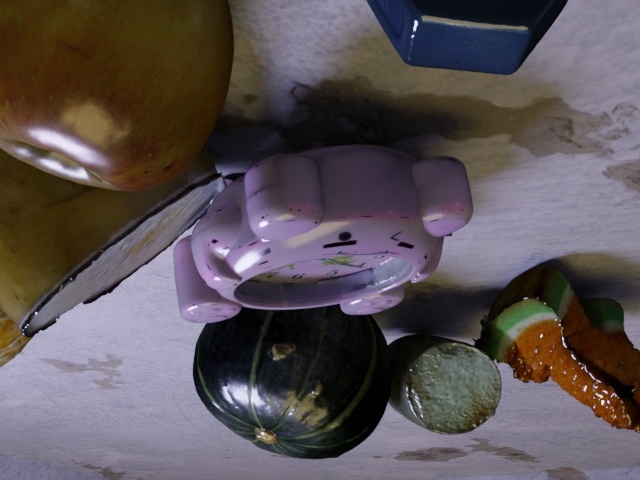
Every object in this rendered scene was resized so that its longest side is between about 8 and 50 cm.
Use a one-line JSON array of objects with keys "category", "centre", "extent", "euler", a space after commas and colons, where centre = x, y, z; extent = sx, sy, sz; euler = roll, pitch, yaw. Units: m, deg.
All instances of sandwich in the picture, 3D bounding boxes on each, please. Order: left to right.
[{"category": "sandwich", "centre": [0.400, 0.156, 1.324], "extent": [0.301, 0.162, 0.250], "euler": [40, 156, 16]}]

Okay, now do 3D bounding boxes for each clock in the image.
[{"category": "clock", "centre": [0.000, 0.000, 1.000], "extent": [0.296, 0.113, 0.322], "euler": [-1, 160, -23]}]

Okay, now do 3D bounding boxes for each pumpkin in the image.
[{"category": "pumpkin", "centre": [-0.044, 0.210, 1.409], "extent": [0.323, 0.241, 0.323], "euler": [10, 150, 6]}]

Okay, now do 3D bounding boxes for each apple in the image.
[{"category": "apple", "centre": [-0.173, -0.154, 0.729], "extent": [0.237, 0.207, 0.237], "euler": [19, 167, 5]}]

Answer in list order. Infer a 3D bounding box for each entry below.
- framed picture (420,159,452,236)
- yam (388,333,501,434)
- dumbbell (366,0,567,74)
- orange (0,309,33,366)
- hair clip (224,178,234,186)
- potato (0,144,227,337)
[{"category": "framed picture", "centre": [0.098, -0.049, 1.101], "extent": [0.128, 0.023, 0.168], "euler": [0, 155, 10]}, {"category": "yam", "centre": [0.188, 0.232, 1.460], "extent": [0.161, 0.161, 0.268], "euler": [7, 174, -7]}, {"category": "dumbbell", "centre": [0.110, -0.243, 0.527], "extent": [0.144, 0.160, 0.325], "euler": [32, 158, 13]}, {"category": "orange", "centre": [-0.497, 0.051, 1.103], "extent": [0.329, 0.249, 0.329], "euler": [-21, 160, -8]}, {"category": "hair clip", "centre": [-0.059, -0.053, 1.114], "extent": [0.137, 0.022, 0.054], "euler": [8, 152, -10]}, {"category": "potato", "centre": [-0.250, -0.056, 0.941], "extent": [0.246, 0.196, 0.300], "euler": [-39, 178, 30]}]
